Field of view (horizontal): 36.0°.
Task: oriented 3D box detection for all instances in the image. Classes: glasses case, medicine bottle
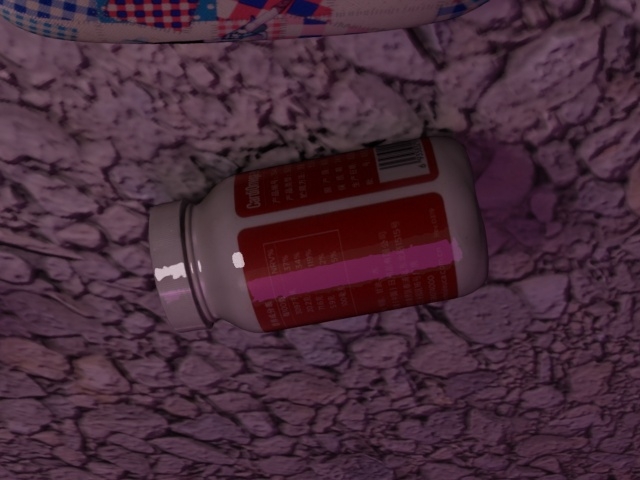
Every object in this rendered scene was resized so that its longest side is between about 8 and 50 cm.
[{"bbox_3d":[-0.039,-0.179,0.578,0.328,0.076,0.125,-4,142,-6],"label":"glasses case"},{"bbox_3d":[0.000,0.000,0.782,0.250,0.131,0.131,-11,144,4],"label":"medicine bottle"}]
